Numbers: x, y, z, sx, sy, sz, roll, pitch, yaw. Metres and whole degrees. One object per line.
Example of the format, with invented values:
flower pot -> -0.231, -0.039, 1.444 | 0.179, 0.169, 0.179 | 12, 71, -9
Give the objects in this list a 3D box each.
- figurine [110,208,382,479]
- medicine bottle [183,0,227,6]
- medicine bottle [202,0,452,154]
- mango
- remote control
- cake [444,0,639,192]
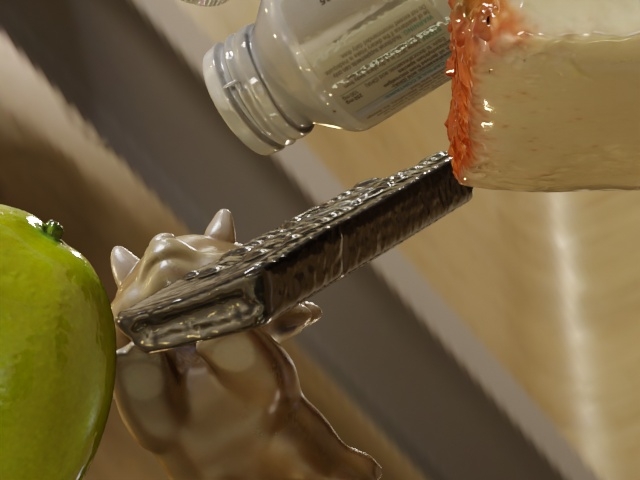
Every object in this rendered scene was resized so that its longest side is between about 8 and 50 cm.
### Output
figurine -> -0.074, 0.102, 1.529 | 0.247, 0.177, 0.173 | 47, -165, -21
medicine bottle -> -0.066, -0.277, 1.519 | 0.088, 0.188, 0.132 | 12, -138, -27
medicine bottle -> 0.025, -0.152, 1.439 | 0.135, 0.215, 0.135 | 48, -157, -28
mango -> -0.233, 0.107, 1.342 | 0.149, 0.185, 0.273 | 92, 179, -71
remote control -> 0.000, 0.000, 0.747 | 0.245, 0.063, 0.025 | -29, -77, -66
cake -> 0.115, -0.144, 0.657 | 0.159, 0.158, 0.262 | -83, -10, -87
